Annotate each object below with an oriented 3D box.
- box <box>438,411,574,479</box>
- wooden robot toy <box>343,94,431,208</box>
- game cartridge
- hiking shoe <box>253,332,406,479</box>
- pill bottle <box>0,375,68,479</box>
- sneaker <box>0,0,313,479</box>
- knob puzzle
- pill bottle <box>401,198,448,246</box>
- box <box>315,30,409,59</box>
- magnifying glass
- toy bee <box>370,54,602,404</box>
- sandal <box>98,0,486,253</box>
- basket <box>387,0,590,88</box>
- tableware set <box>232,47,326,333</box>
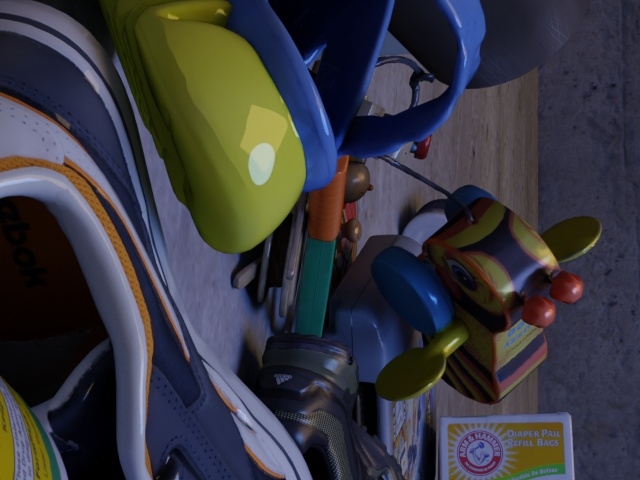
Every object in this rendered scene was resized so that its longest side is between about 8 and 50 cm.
[{"bbox_3d":[0.155,0.252,1.295,0.103,0.114,0.203,77,13,-72],"label":"box"},{"bbox_3d":[0.034,-0.057,1.127,0.173,0.076,0.079,13,99,-85],"label":"wooden robot toy"},{"bbox_3d":[0.053,0.156,1.259,0.198,0.062,0.297,-47,138,-62],"label":"game cartridge"},{"bbox_3d":[-0.006,0.168,1.040,0.114,0.086,0.227,-63,145,-38],"label":"hiking shoe"},{"bbox_3d":[-0.144,0.042,0.357,0.208,0.117,0.117,65,26,-58],"label":"pill bottle"},{"bbox_3d":[-0.089,0.079,0.579,0.127,0.126,0.321,-80,151,-59],"label":"sneaker"},{"bbox_3d":[0.017,-0.036,1.246,0.213,0.030,0.213,-3,90,-77],"label":"knob puzzle"},{"bbox_3d":[0.125,-0.007,1.616,0.120,0.067,0.067,-43,129,-73],"label":"pill bottle"},{"bbox_3d":[0.034,-0.269,1.151,0.148,0.127,0.232,-72,156,-57],"label":"box"},{"bbox_3d":[0.000,0.000,1.028,0.231,0.026,0.092,100,0,-64],"label":"magnifying glass"},{"bbox_3d":[0.108,0.036,1.072,0.195,0.162,0.298,-52,141,0],"label":"toy bee"},{"bbox_3d":[-0.026,-0.103,0.690,0.317,0.138,0.126,-122,-167,-55],"label":"sandal"},{"bbox_3d":[0.069,-0.217,0.992,0.227,0.204,0.154,50,36,-40],"label":"basket"},{"bbox_3d":[-0.024,-0.043,1.053,0.128,0.039,0.194,95,4,-68],"label":"tableware set"}]
